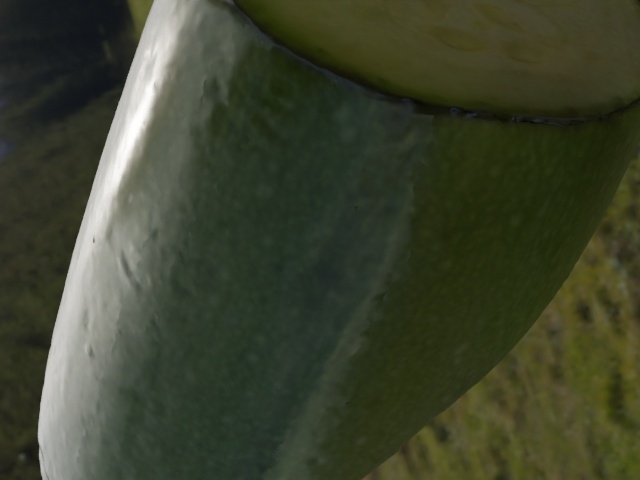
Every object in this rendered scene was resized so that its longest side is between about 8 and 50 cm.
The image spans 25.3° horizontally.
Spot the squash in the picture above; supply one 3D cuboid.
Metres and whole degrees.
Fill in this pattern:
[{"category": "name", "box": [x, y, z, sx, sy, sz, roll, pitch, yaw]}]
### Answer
[{"category": "squash", "box": [0.000, 0.000, 0.558, 0.189, 0.189, 0.260, -114, 33, -45]}]
